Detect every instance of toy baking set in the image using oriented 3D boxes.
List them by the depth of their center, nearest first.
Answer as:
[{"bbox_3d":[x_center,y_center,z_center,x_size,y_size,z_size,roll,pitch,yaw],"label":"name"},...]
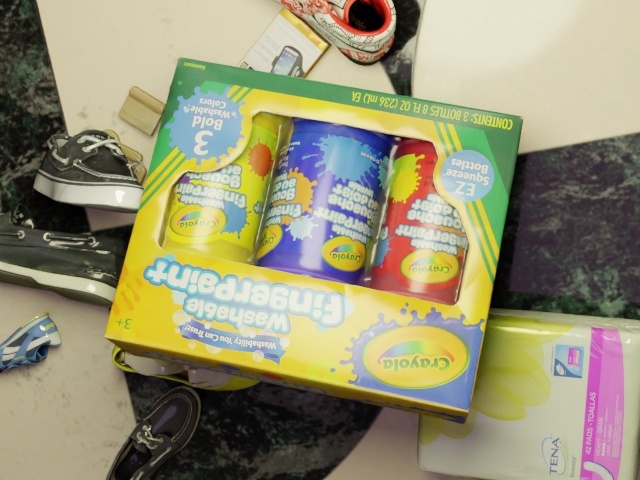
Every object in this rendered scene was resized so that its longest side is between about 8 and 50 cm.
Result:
[{"bbox_3d":[-0.217,-0.094,1.614,0.196,0.030,0.256,-36,87,22],"label":"toy baking set"}]

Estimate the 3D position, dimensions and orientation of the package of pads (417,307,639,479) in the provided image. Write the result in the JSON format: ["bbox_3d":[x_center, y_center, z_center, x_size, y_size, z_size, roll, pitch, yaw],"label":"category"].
[{"bbox_3d":[0.280,0.212,1.512,0.296,0.101,0.229,5,101,14],"label":"package of pads"}]

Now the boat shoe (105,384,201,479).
[{"bbox_3d":[-0.250,0.303,1.679,0.075,0.065,0.206,40,107,4],"label":"boat shoe"}]

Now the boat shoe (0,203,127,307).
[{"bbox_3d":[-0.433,0.004,1.645,0.339,0.127,0.113,12,74,19],"label":"boat shoe"}]

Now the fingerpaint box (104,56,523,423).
[{"bbox_3d":[0.000,0.000,1.417,0.444,0.163,0.371,11,77,8],"label":"fingerpaint box"}]

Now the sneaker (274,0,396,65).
[{"bbox_3d":[-0.015,-0.333,1.441,0.270,0.145,0.090,39,85,-1],"label":"sneaker"}]

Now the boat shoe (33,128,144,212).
[{"bbox_3d":[-0.307,-0.098,1.527,0.108,0.301,0.102,9,94,-29],"label":"boat shoe"}]

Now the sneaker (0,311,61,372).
[{"bbox_3d":[-0.450,0.169,1.709,0.144,0.053,0.059,-39,92,19],"label":"sneaker"}]

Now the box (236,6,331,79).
[{"bbox_3d":[-0.058,-0.241,1.545,0.081,0.028,0.136,42,110,3],"label":"box"}]

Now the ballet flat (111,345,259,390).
[{"bbox_3d":[-0.195,0.180,1.634,0.230,0.077,0.077,9,102,12],"label":"ballet flat"}]
